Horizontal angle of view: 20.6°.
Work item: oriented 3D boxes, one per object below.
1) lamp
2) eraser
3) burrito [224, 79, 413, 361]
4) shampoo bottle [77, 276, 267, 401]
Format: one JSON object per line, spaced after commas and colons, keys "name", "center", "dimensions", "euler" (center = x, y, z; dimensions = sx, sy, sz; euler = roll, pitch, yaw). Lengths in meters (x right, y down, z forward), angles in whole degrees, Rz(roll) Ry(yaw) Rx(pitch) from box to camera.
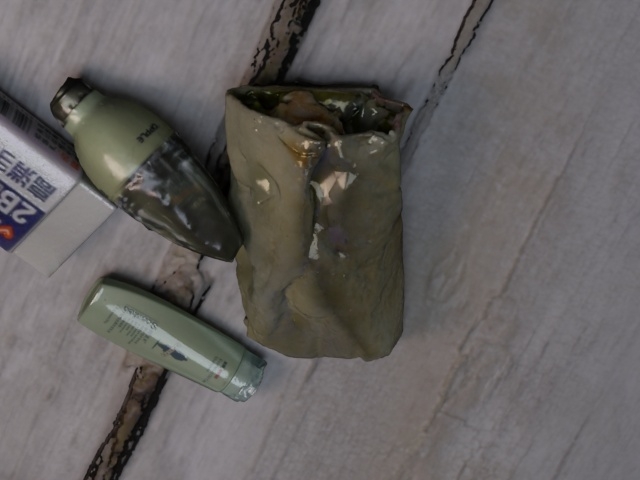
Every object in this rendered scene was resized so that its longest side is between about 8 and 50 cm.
{"name": "lamp", "center": [-0.175, -0.070, 1.806], "dimensions": [0.250, 0.101, 0.101], "euler": [42, 111, -4]}
{"name": "eraser", "center": [-0.325, -0.069, 1.832], "dimensions": [0.210, 0.068, 0.124], "euler": [39, 112, -19]}
{"name": "burrito", "center": [0.003, 0.001, 1.836], "dimensions": [0.190, 0.135, 0.331], "euler": [-5, 121, -5]}
{"name": "shampoo bottle", "center": [-0.161, 0.110, 1.936], "dimensions": [0.212, 0.049, 0.072], "euler": [29, 110, -15]}
